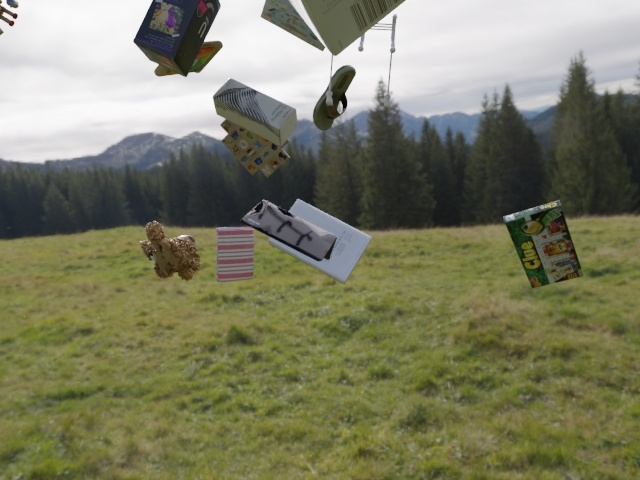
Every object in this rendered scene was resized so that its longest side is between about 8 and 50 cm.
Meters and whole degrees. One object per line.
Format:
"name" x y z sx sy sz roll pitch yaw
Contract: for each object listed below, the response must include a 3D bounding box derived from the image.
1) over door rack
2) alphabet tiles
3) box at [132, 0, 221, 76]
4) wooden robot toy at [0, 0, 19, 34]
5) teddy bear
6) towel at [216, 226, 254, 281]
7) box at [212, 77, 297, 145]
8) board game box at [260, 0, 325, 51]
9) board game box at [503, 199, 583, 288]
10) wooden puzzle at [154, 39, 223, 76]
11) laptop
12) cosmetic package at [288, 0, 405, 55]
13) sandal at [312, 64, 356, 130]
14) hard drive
"over door rack" 0.143 -0.631 1.866 0.239 0.325 0.108 5 21 7
"alphabet tiles" -0.317 -0.480 2.549 0.285 0.342 0.011 -37 11 32
"box" -0.443 -0.682 1.654 0.143 0.271 0.165 26 -1 1
"wooden robot toy" -0.993 -0.719 1.641 0.076 0.173 0.079 27 7 -11
"teddy bear" -0.523 0.043 1.859 0.113 0.245 0.338 -37 -2 -33
"towel" -0.312 0.050 1.929 0.144 0.197 0.029 -1 4 -31
"box" -0.219 -0.434 1.778 0.275 0.113 0.094 27 -26 15
"board game box" -0.079 -0.949 2.209 0.318 0.066 0.318 25 -7 -13
"board game box" 0.575 0.017 1.354 0.136 0.260 0.030 -17 37 26
"wooden puzzle" -0.544 -0.750 2.198 0.220 0.044 0.238 -29 -2 40
"laptop" -0.087 0.002 1.469 0.234 0.137 0.264 27 -24 5
"cosmetic package" 0.017 -0.787 1.384 0.329 0.394 0.327 -38 -23 8
"sandal" 0.059 -0.539 2.056 0.120 0.086 0.303 -21 -25 -36
"hard drive" 0.000 0.000 1.946 0.318 0.210 0.040 28 -26 12
